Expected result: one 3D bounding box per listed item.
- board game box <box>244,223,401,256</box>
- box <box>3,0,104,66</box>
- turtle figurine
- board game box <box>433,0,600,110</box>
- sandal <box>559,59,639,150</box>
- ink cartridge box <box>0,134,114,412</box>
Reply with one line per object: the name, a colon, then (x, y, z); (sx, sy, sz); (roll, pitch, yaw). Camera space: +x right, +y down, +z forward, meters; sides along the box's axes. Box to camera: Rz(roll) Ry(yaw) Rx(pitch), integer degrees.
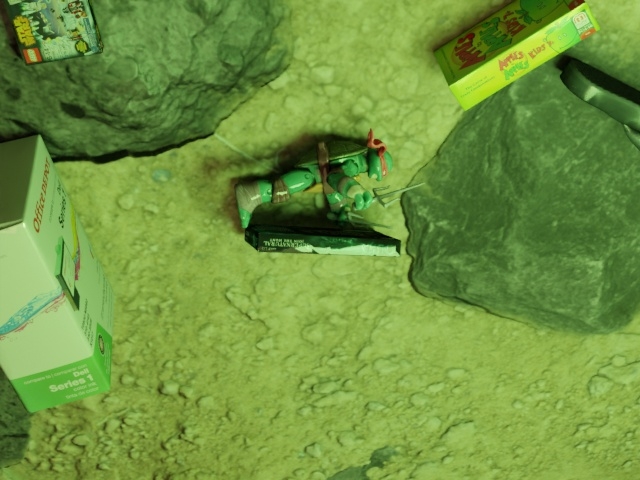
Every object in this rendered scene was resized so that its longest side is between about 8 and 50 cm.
board game box: (0.000, 0.000, 1.398); (0.186, 0.126, 0.026); (3, 95, -12)
box: (-0.309, -0.270, 1.212); (0.093, 0.027, 0.137); (-10, 128, 0)
turtle figurine: (0.010, -0.068, 1.360); (0.234, 0.118, 0.175); (-10, 168, 1)
board game box: (0.231, -0.239, 1.273); (0.181, 0.092, 0.043); (-31, 125, 14)
sandal: (0.410, -0.152, 1.370); (0.254, 0.097, 0.054); (26, 119, -13)
ink cartridge box: (-0.359, 0.039, 1.327); (0.117, 0.201, 0.278); (-15, 127, 2)
